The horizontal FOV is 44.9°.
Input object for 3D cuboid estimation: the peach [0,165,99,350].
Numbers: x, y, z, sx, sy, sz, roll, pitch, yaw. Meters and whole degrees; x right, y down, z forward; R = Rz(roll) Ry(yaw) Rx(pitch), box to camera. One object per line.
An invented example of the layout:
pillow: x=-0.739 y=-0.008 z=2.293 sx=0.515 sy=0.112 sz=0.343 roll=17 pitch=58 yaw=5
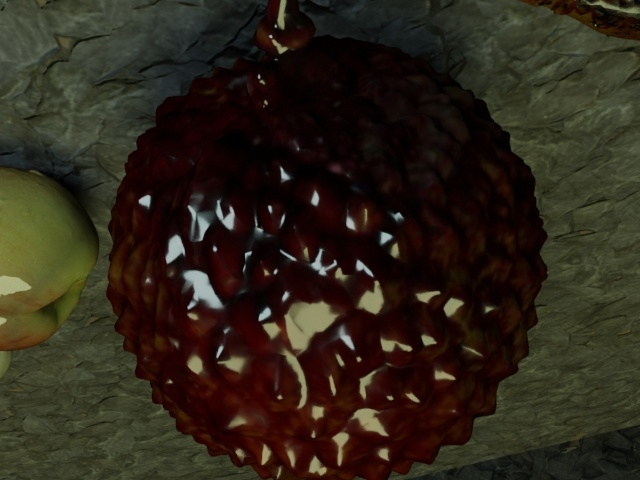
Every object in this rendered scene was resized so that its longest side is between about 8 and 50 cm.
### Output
peach: x=-0.373 y=0.007 z=0.880 sx=0.232 sy=0.232 sz=0.232 roll=-6 pitch=147 yaw=-4

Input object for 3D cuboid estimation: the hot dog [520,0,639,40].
hot dog: x=0.263 y=-0.261 z=0.694 sx=0.270 sy=0.082 sz=0.162 roll=6 pitch=143 yaw=-20

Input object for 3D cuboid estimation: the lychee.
lychee: x=0.000 y=0.000 z=0.731 sx=0.424 sy=0.424 sz=0.500 roll=-10 pitch=122 yaw=2

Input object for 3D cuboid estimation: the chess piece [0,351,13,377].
chess piece: x=-0.565 y=0.131 z=1.053 sx=0.167 sy=0.167 sz=0.299 roll=-31 pitch=147 yaw=30
